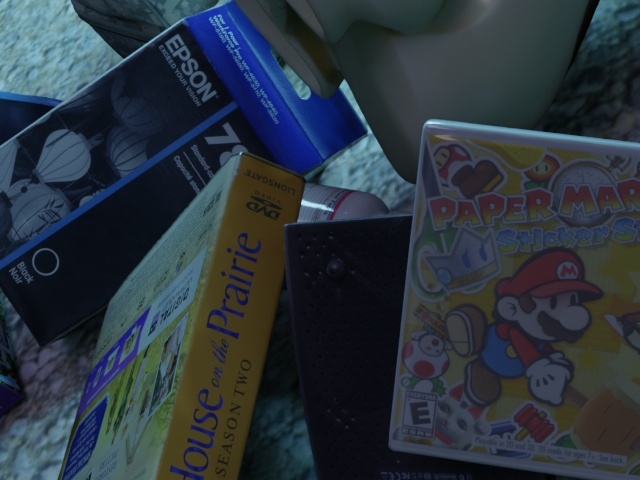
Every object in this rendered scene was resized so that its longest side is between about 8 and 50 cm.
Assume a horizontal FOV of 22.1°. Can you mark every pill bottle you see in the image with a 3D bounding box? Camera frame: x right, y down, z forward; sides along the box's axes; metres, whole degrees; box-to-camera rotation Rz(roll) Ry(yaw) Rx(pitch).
[{"bbox_3d":[0.000,0.000,1.268,0.160,0.087,0.087,11,66,27],"label":"pill bottle"}]

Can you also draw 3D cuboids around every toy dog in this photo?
[{"bbox_3d":[0.157,-0.256,1.203,0.408,0.284,0.395,-39,76,-5],"label":"toy dog"}]

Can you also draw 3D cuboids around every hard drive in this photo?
[{"bbox_3d":[0.071,0.104,1.078,0.172,0.054,0.254,-4,100,32],"label":"hard drive"}]

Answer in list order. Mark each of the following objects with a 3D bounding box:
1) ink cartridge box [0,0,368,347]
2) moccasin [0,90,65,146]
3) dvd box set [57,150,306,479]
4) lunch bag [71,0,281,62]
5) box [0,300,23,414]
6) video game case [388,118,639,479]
[{"bbox_3d":[-0.142,-0.066,1.377,0.333,0.065,0.165,-34,89,10],"label":"ink cartridge box"},{"bbox_3d":[-0.344,-0.079,1.542,0.342,0.138,0.117,5,67,38],"label":"moccasin"},{"bbox_3d":[-0.131,0.181,1.146,0.307,0.062,0.420,-45,29,56],"label":"dvd box set"},{"bbox_3d":[-0.114,-0.320,1.466,0.212,0.256,0.305,25,75,43],"label":"lunch bag"},{"bbox_3d":[-0.387,0.020,1.387,0.057,0.293,0.201,-38,45,16],"label":"box"},{"bbox_3d":[0.163,0.042,0.984,0.227,0.026,0.206,7,101,9],"label":"video game case"}]
